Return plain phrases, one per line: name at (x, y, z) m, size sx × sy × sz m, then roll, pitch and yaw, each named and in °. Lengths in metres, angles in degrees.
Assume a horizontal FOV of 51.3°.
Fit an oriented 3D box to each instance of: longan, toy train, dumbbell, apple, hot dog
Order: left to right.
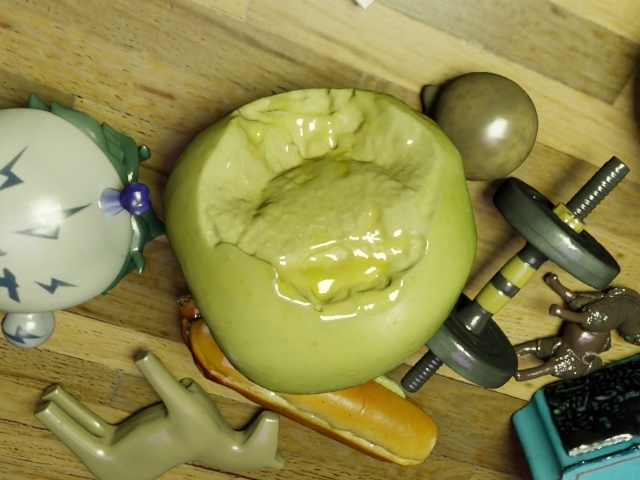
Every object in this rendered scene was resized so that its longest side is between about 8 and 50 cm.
hot dog at (-0.010, 0.146, 0.742) m, size 0.337 × 0.135 × 0.100 m, roll 31°, pitch 91°, yaw -20°
apple at (0.000, 0.000, 0.592) m, size 0.279 × 0.279 × 0.279 m, roll -2°, pitch 119°, yaw -3°
longan at (0.146, -0.110, 0.636) m, size 0.119 × 0.106 × 0.106 m, roll 32°, pitch 119°, yaw 24°
dumbbell at (0.193, 0.044, 0.690) m, size 0.143 × 0.143 × 0.325 m, roll 31°, pitch 112°, yaw -19°
toy train at (0.404, 0.277, 0.817) m, size 0.300 × 0.188 × 0.265 m, roll -23°, pitch 113°, yaw 12°

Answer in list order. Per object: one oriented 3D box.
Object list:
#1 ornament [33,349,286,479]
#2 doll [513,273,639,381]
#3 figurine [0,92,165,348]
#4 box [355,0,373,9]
ornament at (-0.176, 0.231, 0.812) m, size 0.230 × 0.061 × 0.244 m, roll -29°, pitch 115°, yaw 9°
doll at (0.316, 0.110, 0.788) m, size 0.165 × 0.057 × 0.139 m, roll 12°, pitch 114°, yaw -16°
figurine at (-0.333, -0.008, 0.606) m, size 0.382 × 0.186 × 0.261 m, roll -13°, pitch 124°, yaw -2°
box at (0.076, -0.303, 0.558) m, size 0.198 × 0.029 × 0.109 m, roll -39°, pitch 115°, yaw 17°
